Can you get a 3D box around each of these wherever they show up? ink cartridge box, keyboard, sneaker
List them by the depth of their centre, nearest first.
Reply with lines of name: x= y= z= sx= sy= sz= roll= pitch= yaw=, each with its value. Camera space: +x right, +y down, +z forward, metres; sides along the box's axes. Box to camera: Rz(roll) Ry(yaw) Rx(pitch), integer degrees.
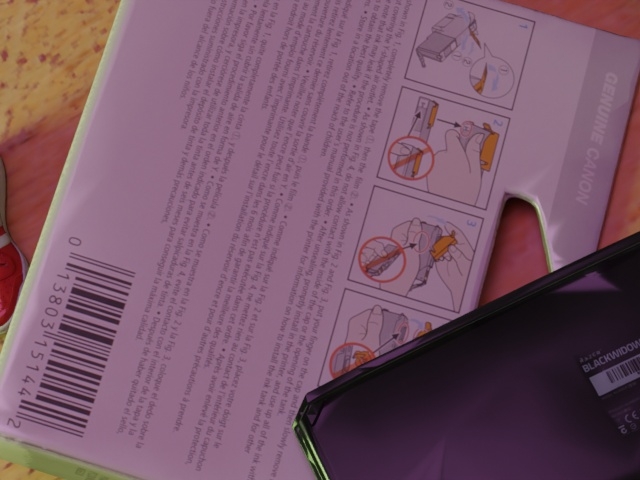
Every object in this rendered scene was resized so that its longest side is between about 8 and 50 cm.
keyboard: x=0.166 y=0.092 z=0.892 sx=0.317 sy=0.033 sz=0.201 roll=-25 pitch=65 yaw=-3
ink cartridge box: x=0.000 y=0.000 z=0.980 sx=0.261 sy=0.066 sz=0.296 roll=18 pitch=71 yaw=-4
sneaker: x=-0.186 y=-0.012 z=1.035 sx=0.042 sy=0.067 sz=0.118 roll=-20 pitch=63 yaw=7
